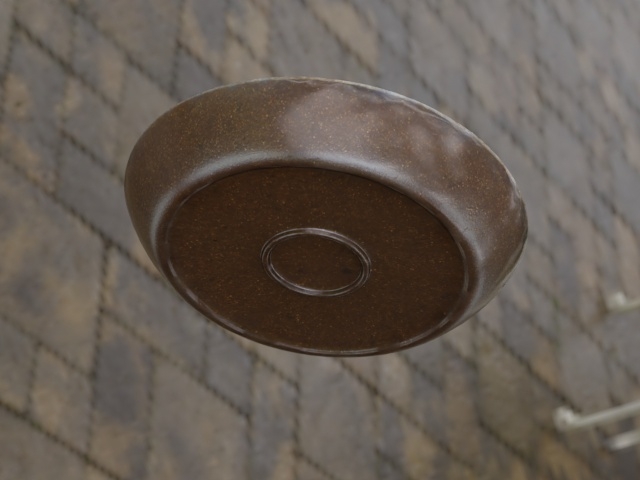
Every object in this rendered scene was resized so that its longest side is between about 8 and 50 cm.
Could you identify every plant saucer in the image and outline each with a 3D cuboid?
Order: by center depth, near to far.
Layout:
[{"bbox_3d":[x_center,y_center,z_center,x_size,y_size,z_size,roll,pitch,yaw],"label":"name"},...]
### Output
[{"bbox_3d":[0.000,0.000,0.751,0.168,0.168,0.029,46,38,-37],"label":"plant saucer"}]
